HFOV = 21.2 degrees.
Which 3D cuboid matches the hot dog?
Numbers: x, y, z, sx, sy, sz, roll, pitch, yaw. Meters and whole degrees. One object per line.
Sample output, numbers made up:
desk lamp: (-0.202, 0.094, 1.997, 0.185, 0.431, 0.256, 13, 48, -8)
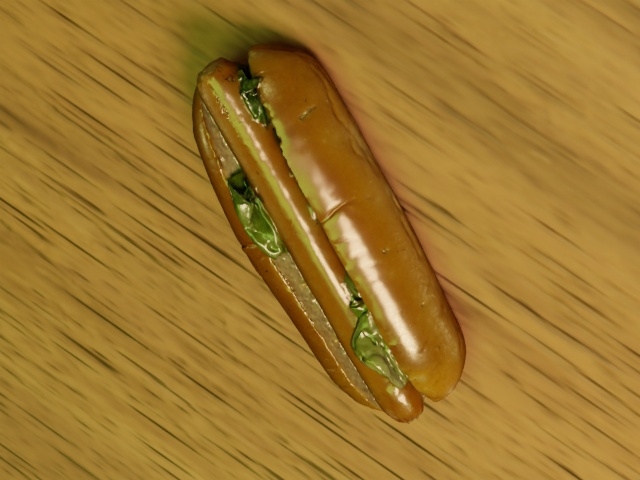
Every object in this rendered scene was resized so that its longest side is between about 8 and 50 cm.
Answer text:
hot dog: (0.000, 0.000, 1.013, 0.100, 0.068, 0.249, -21, 105, 33)
